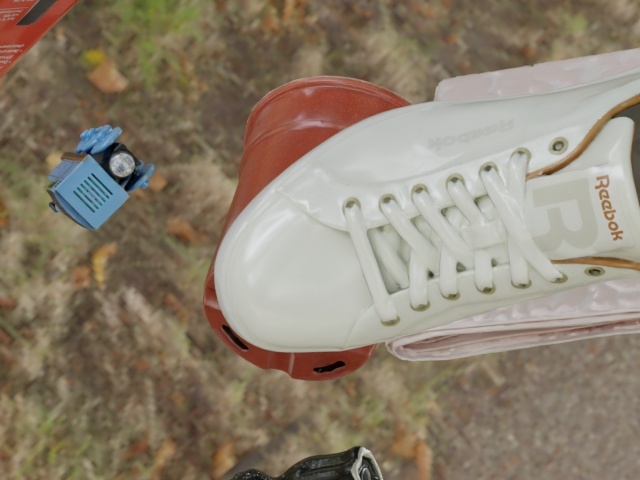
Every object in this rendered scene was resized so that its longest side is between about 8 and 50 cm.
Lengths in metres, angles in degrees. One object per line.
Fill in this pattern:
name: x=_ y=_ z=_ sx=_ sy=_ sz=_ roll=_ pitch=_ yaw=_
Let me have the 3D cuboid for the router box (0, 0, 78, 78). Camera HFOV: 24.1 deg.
router box: x=-0.250 y=-0.252 z=0.822 sx=0.335 sy=0.301 sz=0.082 roll=54 pitch=26 yaw=8

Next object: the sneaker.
sneaker: x=0.085 y=-0.020 z=0.696 sx=0.123 sy=0.290 sz=0.106 roll=-102 pitch=170 yaw=-80

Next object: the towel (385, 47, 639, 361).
towel: x=0.229 y=-0.042 z=1.363 sx=0.053 sy=0.316 sz=0.332 roll=60 pitch=33 yaw=-41

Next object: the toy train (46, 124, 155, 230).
toy train: x=-0.248 y=-0.069 z=1.634 sx=0.080 sy=0.105 sz=0.184 roll=49 pitch=-11 yaw=-16

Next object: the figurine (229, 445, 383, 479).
figurine: x=-0.052 y=0.346 z=1.790 sx=0.092 sy=0.209 sz=0.215 roll=66 pitch=30 yaw=-26

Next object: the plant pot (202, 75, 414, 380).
plant pot: x=0.000 y=0.000 z=1.721 sx=0.272 sy=0.272 sz=0.265 roll=38 pitch=46 yaw=-17
